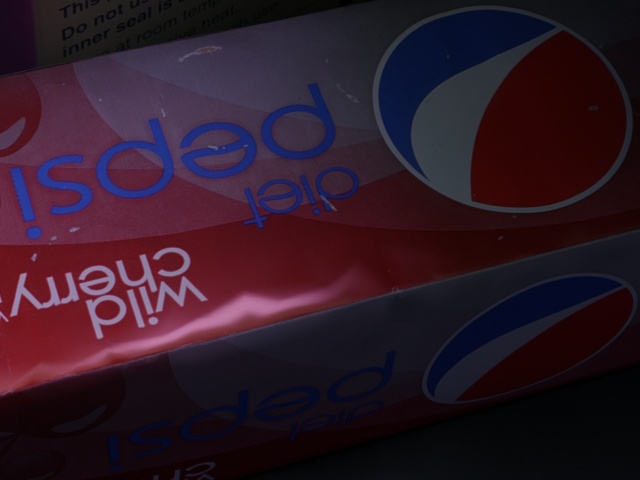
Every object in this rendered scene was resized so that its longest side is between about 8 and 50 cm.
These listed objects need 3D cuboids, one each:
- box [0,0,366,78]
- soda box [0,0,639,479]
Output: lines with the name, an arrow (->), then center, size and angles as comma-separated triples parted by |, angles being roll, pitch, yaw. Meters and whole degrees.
box -> -0.085, -0.166, 0.400 | 0.117, 0.243, 0.213 | -31, 67, -23
soda box -> 0.000, 0.000, 0.398 | 0.263, 0.083, 0.092 | -14, 60, -14
